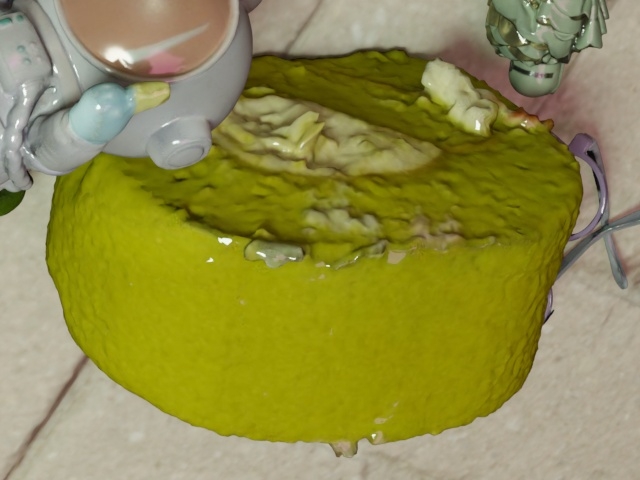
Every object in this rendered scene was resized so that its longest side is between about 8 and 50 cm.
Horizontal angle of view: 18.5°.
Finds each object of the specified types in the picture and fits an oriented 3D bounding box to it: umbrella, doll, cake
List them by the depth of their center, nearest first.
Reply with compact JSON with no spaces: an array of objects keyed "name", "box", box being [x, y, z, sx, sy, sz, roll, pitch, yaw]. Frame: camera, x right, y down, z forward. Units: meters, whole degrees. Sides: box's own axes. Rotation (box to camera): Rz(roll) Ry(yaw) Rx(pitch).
[{"name":"doll","box":[-0.154,-0.054,0.828,0.287,0.151,0.151,-23,131,-16]},{"name":"cake","box":[0.000,0.000,0.983,0.260,0.179,0.156,-8,124,-29]},{"name":"umbrella","box":[0.124,-0.144,1.041,0.067,0.062,0.143,9,111,3]}]

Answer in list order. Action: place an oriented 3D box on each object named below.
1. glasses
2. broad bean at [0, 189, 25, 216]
[{"name":"glasses","box":[0.152,-0.003,1.182,0.104,0.062,0.140,-9,129,-54]},{"name":"broad bean","box":[-0.169,-0.138,0.875,0.144,0.049,0.292,-32,131,0]}]
